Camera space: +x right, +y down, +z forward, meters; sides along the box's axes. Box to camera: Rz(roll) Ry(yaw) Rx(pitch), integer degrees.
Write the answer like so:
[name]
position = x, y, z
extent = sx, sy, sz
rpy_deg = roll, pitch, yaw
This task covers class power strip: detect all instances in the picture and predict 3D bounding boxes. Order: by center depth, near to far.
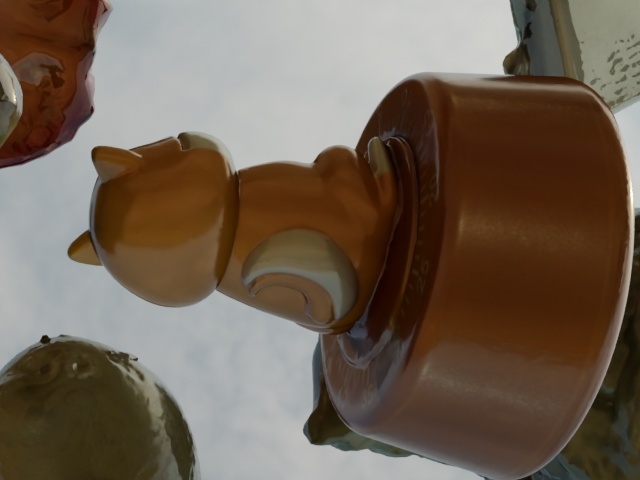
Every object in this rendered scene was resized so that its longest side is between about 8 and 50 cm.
[power strip]
position = 0.143, -0.111, 0.603
extent = 0.192, 0.081, 0.035
rpy_deg = -26, -157, -35

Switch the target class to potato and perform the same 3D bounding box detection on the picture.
[potato]
position = -0.179, 0.177, 1.070
extent = 0.178, 0.235, 0.160
rpy_deg = -26, -145, -36

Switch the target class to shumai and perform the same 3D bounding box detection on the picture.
[shumai]
position = 0.155, 0.110, 1.279
extent = 0.324, 0.397, 0.324
rpy_deg = 12, -98, 0

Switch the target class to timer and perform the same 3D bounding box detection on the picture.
[timer]
position = 0.000, 0.000, 0.464
extent = 0.152, 0.132, 0.132
rpy_deg = 10, -137, -16

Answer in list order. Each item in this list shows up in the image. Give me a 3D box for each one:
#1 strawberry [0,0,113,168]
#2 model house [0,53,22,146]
[strawberry]
position = -0.257, -0.207, 0.953
extent = 0.265, 0.336, 0.149
rpy_deg = -20, -166, -20
[model house]
position = -0.247, -0.076, 0.459
extent = 0.266, 0.261, 0.321
rpy_deg = -35, -144, 25
